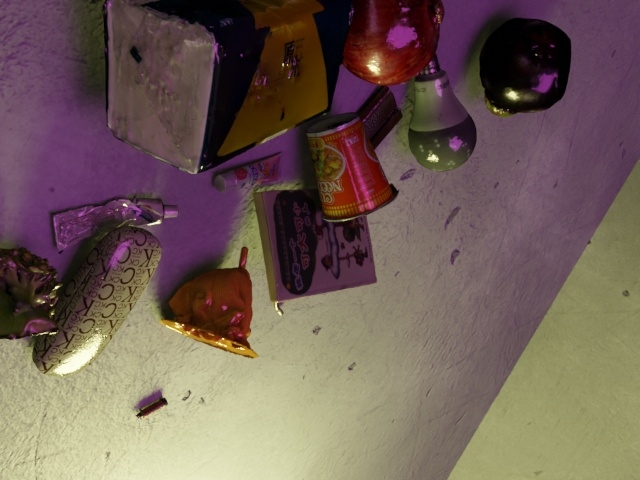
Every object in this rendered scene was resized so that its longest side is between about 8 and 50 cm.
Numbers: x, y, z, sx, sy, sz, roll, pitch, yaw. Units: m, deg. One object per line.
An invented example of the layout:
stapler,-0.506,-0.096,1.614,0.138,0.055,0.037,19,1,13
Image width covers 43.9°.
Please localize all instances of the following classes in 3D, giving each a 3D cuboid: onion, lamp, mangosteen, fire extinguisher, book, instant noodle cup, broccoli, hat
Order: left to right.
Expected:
broccoli,-0.548,0.079,1.340,0.242,0.273,0.180,-2,84,-49
fire extinguisher,-0.405,0.401,1.893,0.083,0.022,0.028,-26,95,-34
hat,-0.208,0.116,1.780,0.244,0.233,0.233,138,-26,-72
book,0.000,0.000,1.929,0.371,0.043,0.260,-7,87,-48
instant noodle cup,0.061,-0.178,1.845,0.193,0.193,0.212,-31,112,-31
onion,0.144,-0.467,1.695,0.276,0.276,0.276,-28,135,-33
lamp,0.295,-0.319,2.045,0.182,0.182,0.314,-43,131,-19
mangosteen,0.563,-0.463,2.184,0.287,0.233,0.288,3,90,-68

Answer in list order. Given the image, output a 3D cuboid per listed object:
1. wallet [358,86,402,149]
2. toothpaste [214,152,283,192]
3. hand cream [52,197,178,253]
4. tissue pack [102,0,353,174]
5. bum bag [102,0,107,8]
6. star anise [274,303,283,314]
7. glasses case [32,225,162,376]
wallet,0.110,-0.259,1.979,0.243,0.039,0.133,-49,145,-9
toothpaste,-0.152,-0.146,1.768,0.194,0.043,0.067,-22,128,-45
hand cream,-0.398,-0.043,1.556,0.257,0.050,0.084,-15,125,-33
tissue pack,-0.157,-0.317,1.395,0.416,0.253,0.264,-33,142,-49
bum bag,-0.316,-0.454,1.324,0.137,0.074,0.310,-41,147,-40
star anise,-0.074,0.056,2.021,0.227,0.218,0.148,-29,-168,29
glasses case,-0.443,0.124,1.574,0.355,0.085,0.137,-55,147,10
